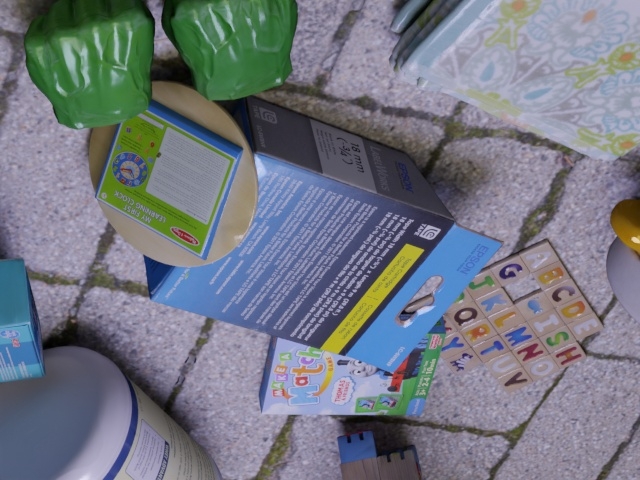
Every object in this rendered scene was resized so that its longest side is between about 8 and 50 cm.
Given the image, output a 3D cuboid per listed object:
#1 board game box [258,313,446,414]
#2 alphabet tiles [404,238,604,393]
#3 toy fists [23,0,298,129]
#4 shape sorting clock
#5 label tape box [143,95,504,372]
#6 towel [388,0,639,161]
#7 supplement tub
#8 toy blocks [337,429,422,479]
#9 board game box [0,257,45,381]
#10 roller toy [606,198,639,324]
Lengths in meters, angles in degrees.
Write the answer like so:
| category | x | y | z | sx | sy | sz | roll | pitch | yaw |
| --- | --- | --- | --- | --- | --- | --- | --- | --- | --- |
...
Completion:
| category | x | y | z | sx | sy | sz | roll | pitch | yaw |
| --- | --- | --- | --- | --- | --- | --- | --- | --- | --- |
| board game box | 0.038 | 0.156 | 2.289 | 0.211 | 0.039 | 0.160 | 2 | 135 | -11 |
| alphabet tiles | 0.243 | 0.109 | 2.318 | 0.198 | 0.009 | 0.237 | -26 | 134 | 13 |
| toy fists | -0.159 | -0.209 | 1.841 | 0.279 | 0.096 | 0.142 | -11 | 145 | -5 |
| shape sorting clock | -0.156 | -0.071 | 1.942 | 0.206 | 0.040 | 0.206 | 7 | 108 | 23 |
| label tape box | 0.000 | 0.000 | 2.078 | 0.333 | 0.106 | 0.241 | 19 | 127 | -29 |
| towel | 0.291 | -0.248 | 1.883 | 0.320 | 0.090 | 0.374 | 19 | 136 | -29 |
| supplement tub | -0.260 | 0.303 | 2.228 | 0.235 | 0.235 | 0.325 | -27 | 134 | 14 |
| toy blocks | 0.099 | 0.391 | 2.407 | 0.190 | 0.261 | 0.381 | -12 | 129 | 2 |
| board game box | -0.482 | 0.107 | 2.016 | 0.336 | 0.079 | 0.254 | -6 | 163 | -7 |
| roller toy | 0.446 | 0.019 | 2.149 | 0.191 | 0.209 | 0.146 | -27 | 154 | -48 |
